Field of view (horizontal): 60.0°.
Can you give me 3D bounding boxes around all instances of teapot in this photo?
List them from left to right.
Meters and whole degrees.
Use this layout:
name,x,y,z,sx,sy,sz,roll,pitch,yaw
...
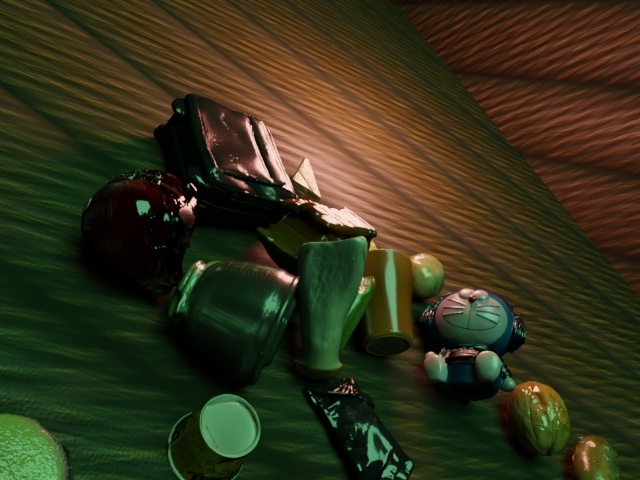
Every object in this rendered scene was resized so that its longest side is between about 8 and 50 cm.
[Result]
name,x,y,z,sx,sy,sz,roll,pitch,yaw
teapot,-0.170,0.116,1.159,0.240,0.239,0.321,24,43,1

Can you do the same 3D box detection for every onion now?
name,x,y,z,sx,sy,sz,roll,pitch,yaw
onion,-0.365,-0.039,1.163,0.281,0.221,0.280,52,25,-37

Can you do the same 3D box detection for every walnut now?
name,x,y,z,sx,sy,sz,roll,pitch,yaw
walnut,0.596,0.484,1.519,0.159,0.159,0.206,20,42,-25

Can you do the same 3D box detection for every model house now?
name,x,y,z,sx,sy,sz,roll,pitch,yaw
model house,-0.001,0.001,1.400,0.229,0.219,0.199,-39,44,-15

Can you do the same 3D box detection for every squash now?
name,x,y,z,sx,sy,sz,roll,pitch,yaw
squash,0.065,0.182,1.350,0.069,0.069,0.238,36,70,-7

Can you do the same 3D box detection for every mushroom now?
name,x,y,z,sx,sy,sz,roll,pitch,yaw
mushroom,0.014,0.150,1.233,0.122,0.159,0.328,6,89,-43
mushroom,0.313,0.107,1.684,0.148,0.112,0.148,22,43,-22

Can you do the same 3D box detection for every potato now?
name,x,y,z,sx,sy,sz,roll,pitch,yaw
potato,0.760,0.656,1.525,0.149,0.113,0.251,39,45,-15

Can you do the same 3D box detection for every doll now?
name,x,y,z,sx,sy,sz,roll,pitch,yaw
doll,0.411,0.269,1.516,0.240,0.284,0.309,67,28,-49

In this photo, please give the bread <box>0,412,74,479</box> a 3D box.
name,x,y,z,sx,sy,sz,roll,pitch,yaw
bread,-0.474,0.358,0.806,0.229,0.033,0.228,25,39,-22

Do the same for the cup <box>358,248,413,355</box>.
name,x,y,z,sx,sy,sz,roll,pitch,yaw
cup,0.141,0.160,1.460,0.226,0.182,0.263,-2,53,0

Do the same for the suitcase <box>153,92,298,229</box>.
name,x,y,z,sx,sy,sz,roll,pitch,yaw
suitcase,-0.240,-0.198,1.472,0.339,0.188,0.345,11,44,-41

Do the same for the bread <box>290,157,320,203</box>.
name,x,y,z,sx,sy,sz,roll,pitch,yaw
bread,-0.039,-0.169,1.682,0.105,0.077,0.152,31,41,-6

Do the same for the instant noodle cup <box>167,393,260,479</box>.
name,x,y,z,sx,sy,sz,roll,pitch,yaw
instant noodle cup,-0.183,0.351,0.993,0.152,0.122,0.151,23,39,-20

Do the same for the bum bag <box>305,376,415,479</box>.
name,x,y,z,sx,sy,sz,roll,pitch,yaw
bum bag,0.089,0.417,1.204,0.137,0.074,0.310,-15,57,-35

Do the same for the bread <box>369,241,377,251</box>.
name,x,y,z,sx,sy,sz,roll,pitch,yaw
bread,0.066,0.008,1.604,0.188,0.068,0.125,1,52,-40
